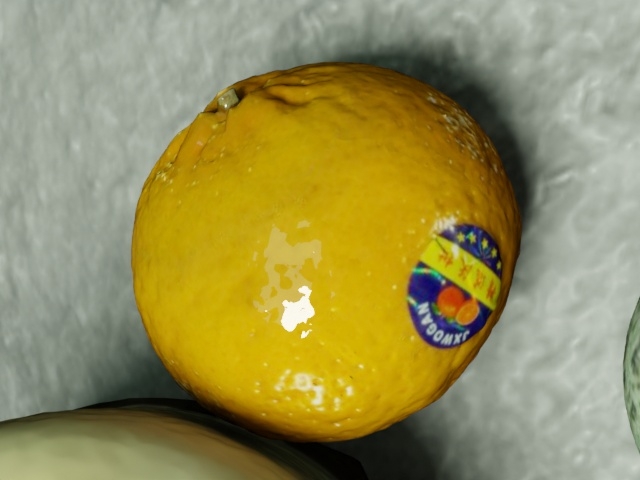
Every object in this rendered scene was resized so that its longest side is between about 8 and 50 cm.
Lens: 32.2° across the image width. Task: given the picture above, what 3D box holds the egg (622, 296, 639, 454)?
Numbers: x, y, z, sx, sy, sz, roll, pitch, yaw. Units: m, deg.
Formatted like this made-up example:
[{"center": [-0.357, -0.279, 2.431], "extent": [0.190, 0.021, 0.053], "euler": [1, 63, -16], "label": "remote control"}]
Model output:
[{"center": [0.188, 0.067, 0.430], "extent": [0.132, 0.132, 0.172], "euler": [-5, 107, 29], "label": "egg"}]

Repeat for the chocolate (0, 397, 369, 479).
[{"center": [-0.092, 0.233, 0.457], "extent": [0.314, 0.297, 0.326], "euler": [-21, 88, -2], "label": "chocolate"}]

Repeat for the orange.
[{"center": [0.001, 0.003, 0.499], "extent": [0.177, 0.155, 0.177], "euler": [-27, 48, 33], "label": "orange"}]
